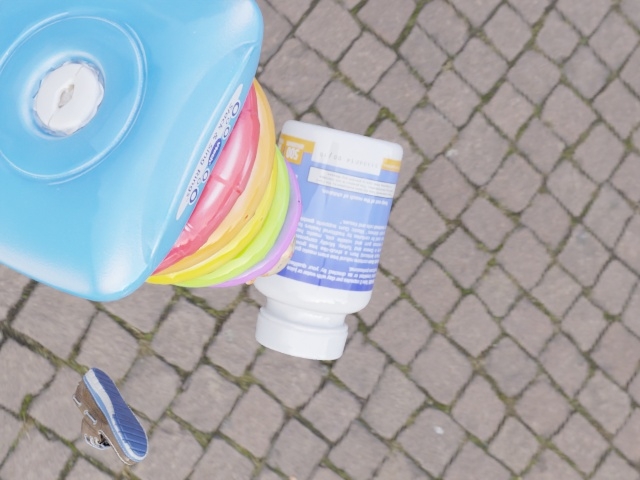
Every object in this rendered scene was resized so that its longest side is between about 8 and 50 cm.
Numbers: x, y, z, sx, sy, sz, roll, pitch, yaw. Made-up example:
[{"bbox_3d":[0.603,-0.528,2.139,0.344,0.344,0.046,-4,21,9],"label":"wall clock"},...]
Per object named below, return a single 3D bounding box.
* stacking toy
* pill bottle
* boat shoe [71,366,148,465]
[{"bbox_3d":[-0.077,-0.028,0.589,0.166,0.302,0.175,21,81,24],"label":"stacking toy"},{"bbox_3d":[0.000,0.000,1.140,0.152,0.152,0.272,11,97,-19],"label":"pill bottle"},{"bbox_3d":[-0.308,0.267,1.354,0.066,0.183,0.066,-47,135,4],"label":"boat shoe"}]
